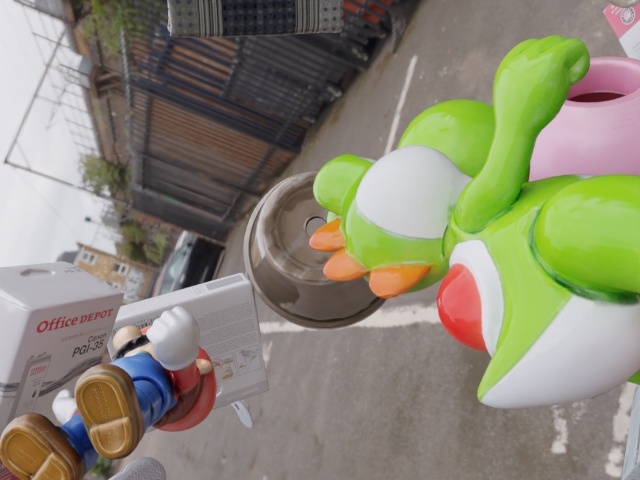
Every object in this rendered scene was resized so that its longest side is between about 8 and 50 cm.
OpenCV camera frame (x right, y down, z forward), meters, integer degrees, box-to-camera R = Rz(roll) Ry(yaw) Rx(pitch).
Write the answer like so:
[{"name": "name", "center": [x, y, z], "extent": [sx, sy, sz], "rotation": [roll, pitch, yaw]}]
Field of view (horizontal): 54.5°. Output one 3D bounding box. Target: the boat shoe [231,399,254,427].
[{"name": "boat shoe", "center": [-0.191, 0.417, 1.546], "extent": [0.035, 0.100, 0.035], "rotation": [-23, -21, -51]}]

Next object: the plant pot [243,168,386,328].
[{"name": "plant pot", "center": [0.000, 0.000, 1.130], "extent": [0.280, 0.323, 0.323], "rotation": [63, -134, -80]}]

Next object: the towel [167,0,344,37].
[{"name": "towel", "center": [-0.099, -0.485, 0.961], "extent": [0.056, 0.312, 0.324], "rotation": [-134, 39, -52]}]

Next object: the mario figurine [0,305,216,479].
[{"name": "mario figurine", "center": [-0.225, 0.151, 0.693], "extent": [0.320, 0.198, 0.170], "rotation": [26, -114, -86]}]

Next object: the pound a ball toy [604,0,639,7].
[{"name": "pound a ball toy", "center": [0.572, -0.537, 1.163], "extent": [0.136, 0.208, 0.319], "rotation": [131, 148, -52]}]

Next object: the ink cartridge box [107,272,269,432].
[{"name": "ink cartridge box", "center": [-0.267, 0.229, 1.266], "extent": [0.066, 0.296, 0.261], "rotation": [-143, 42, -59]}]

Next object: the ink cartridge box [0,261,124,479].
[{"name": "ink cartridge box", "center": [-0.421, 0.186, 0.880], "extent": [0.283, 0.117, 0.207], "rotation": [-69, -15, 8]}]

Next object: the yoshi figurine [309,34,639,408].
[{"name": "yoshi figurine", "center": [0.148, -0.022, 0.420], "extent": [0.362, 0.203, 0.204], "rotation": [24, 109, 48]}]

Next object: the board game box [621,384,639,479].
[{"name": "board game box", "center": [0.671, 0.325, 1.181], "extent": [0.303, 0.097, 0.224], "rotation": [75, -146, -52]}]

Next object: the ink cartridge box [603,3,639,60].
[{"name": "ink cartridge box", "center": [0.834, -0.432, 1.339], "extent": [0.279, 0.160, 0.385], "rotation": [125, 123, -74]}]

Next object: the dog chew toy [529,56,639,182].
[{"name": "dog chew toy", "center": [0.317, -0.033, 0.715], "extent": [0.207, 0.206, 0.332], "rotation": [-83, -20, -51]}]

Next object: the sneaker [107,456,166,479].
[{"name": "sneaker", "center": [-0.365, 0.425, 0.964], "extent": [0.268, 0.101, 0.153], "rotation": [-47, 29, -15]}]
